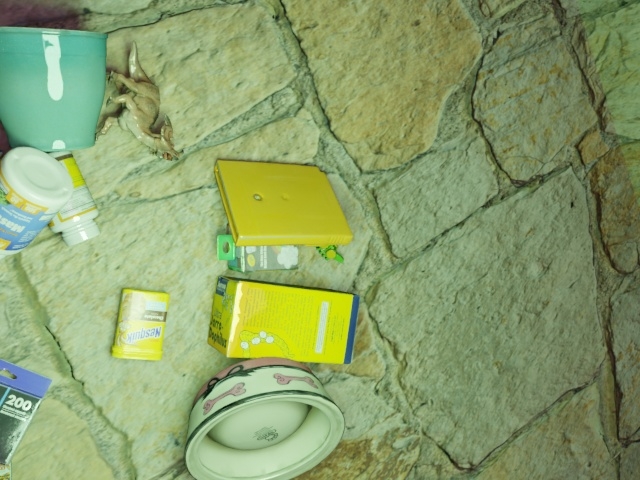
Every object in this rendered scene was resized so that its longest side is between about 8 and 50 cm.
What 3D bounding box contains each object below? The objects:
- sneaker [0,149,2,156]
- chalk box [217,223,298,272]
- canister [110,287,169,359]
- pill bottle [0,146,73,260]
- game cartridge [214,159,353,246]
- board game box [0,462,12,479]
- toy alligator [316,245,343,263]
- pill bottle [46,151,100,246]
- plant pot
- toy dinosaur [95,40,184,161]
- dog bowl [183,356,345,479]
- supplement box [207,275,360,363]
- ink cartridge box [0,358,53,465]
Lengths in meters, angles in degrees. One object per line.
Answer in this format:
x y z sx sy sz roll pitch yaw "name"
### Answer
-0.791 -0.249 1.226 0.112 0.296 0.131 34 65 19 "sneaker"
-0.180 0.016 1.584 0.213 0.132 0.132 -1 93 -25 "chalk box"
-0.456 0.212 1.483 0.126 0.073 0.169 9 85 -26 "canister"
-0.674 -0.063 1.262 0.272 0.152 0.152 -39 113 24 "pill bottle"
-0.102 -0.099 1.570 0.324 0.052 0.285 1 48 -27 "game cartridge"
-0.813 0.622 1.304 0.224 0.097 0.303 -2 91 -26 "board game box"
0.000 0.000 1.718 0.051 0.056 0.189 -30 108 19 "toy alligator"
-0.604 -0.099 1.377 0.117 0.117 0.215 -26 102 -23 "pill bottle"
-0.612 -0.335 1.303 0.272 0.272 0.255 -6 108 -26 "plant pot"
-0.442 -0.331 1.457 0.200 0.127 0.295 8 75 -34 "toy dinosaur"
-0.152 0.466 1.504 0.408 0.150 0.408 -10 131 -12 "dog bowl"
-0.101 0.217 1.591 0.357 0.194 0.195 9 87 -26 "supplement box"
-0.746 0.365 1.304 0.206 0.045 0.208 26 58 -14 "ink cartridge box"
